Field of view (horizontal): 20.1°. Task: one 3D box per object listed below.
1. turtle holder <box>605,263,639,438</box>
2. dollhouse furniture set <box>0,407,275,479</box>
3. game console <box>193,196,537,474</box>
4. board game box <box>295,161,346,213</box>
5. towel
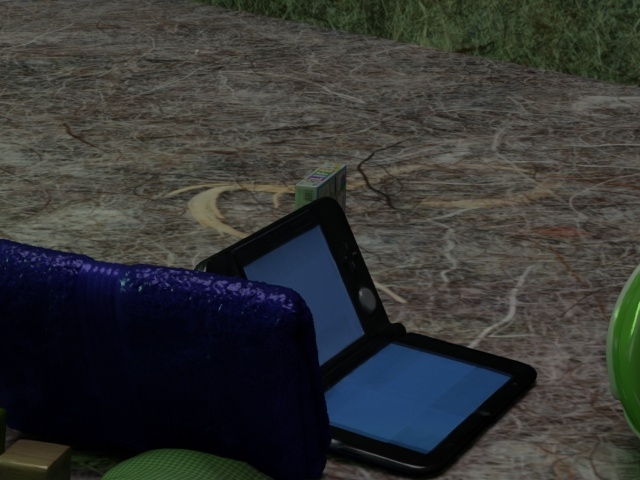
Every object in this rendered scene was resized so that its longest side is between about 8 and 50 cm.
[{"bbox_3d":[0.410,0.097,1.605,0.320,0.243,0.227,-9,1,-3],"label":"turtle holder"},{"bbox_3d":[-0.193,0.167,1.470,0.301,0.151,0.197,7,18,15],"label":"dollhouse furniture set"},{"bbox_3d":[0.049,0.082,1.745,0.173,0.250,0.293,-20,6,30],"label":"game console"},{"bbox_3d":[0.000,0.000,2.007,0.026,0.154,0.103,7,18,18],"label":"board game box"},{"bbox_3d":[-0.151,0.114,1.565,0.308,0.227,0.076,7,46,18],"label":"towel"}]
